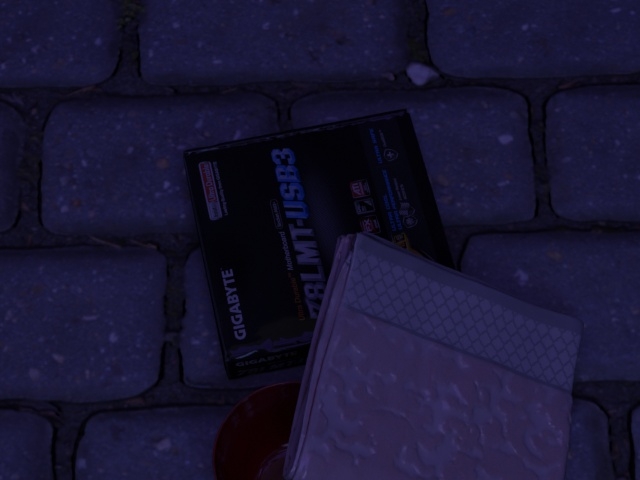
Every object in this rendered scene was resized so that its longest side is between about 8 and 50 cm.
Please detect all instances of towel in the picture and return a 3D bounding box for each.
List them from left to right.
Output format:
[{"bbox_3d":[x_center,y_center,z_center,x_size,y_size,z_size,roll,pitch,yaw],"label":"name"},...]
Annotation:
[{"bbox_3d":[0.139,0.179,1.751,0.332,0.053,0.317,22,62,-18],"label":"towel"}]

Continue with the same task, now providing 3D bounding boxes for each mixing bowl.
[{"bbox_3d":[-0.029,0.260,1.763,0.181,0.098,0.181,0,61,0],"label":"mixing bowl"}]

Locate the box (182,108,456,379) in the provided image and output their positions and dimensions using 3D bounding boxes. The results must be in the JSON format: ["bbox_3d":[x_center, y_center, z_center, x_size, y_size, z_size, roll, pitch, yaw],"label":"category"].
[{"bbox_3d":[0.000,0.000,1.918,0.293,0.073,0.295,-10,63,-6],"label":"box"}]
